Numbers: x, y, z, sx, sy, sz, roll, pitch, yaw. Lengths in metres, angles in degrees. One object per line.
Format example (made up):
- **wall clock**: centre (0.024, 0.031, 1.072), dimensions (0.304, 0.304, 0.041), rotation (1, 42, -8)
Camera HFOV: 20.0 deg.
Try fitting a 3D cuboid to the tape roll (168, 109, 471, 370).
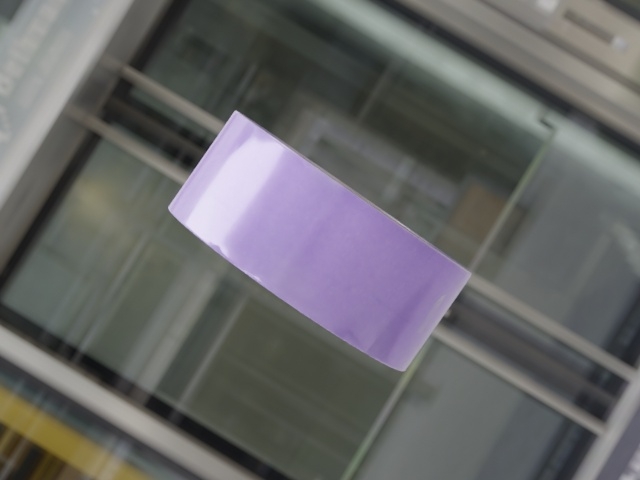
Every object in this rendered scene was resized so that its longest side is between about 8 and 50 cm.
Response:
- **tape roll**: centre (0.000, 0.000, 1.184), dimensions (0.080, 0.189, 0.189), rotation (-56, -2, 2)
